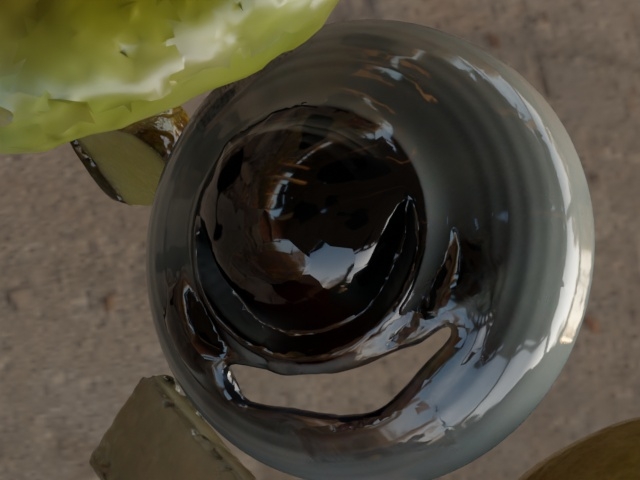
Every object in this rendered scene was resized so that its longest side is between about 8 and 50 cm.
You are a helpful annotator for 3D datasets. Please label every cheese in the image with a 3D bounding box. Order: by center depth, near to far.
[{"bbox_3d":[-0.037,0.204,1.005,0.034,0.400,0.085,35,95,-41],"label":"cheese"}]

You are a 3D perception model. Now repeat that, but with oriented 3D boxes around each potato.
[{"bbox_3d":[-0.116,-0.070,1.162,0.066,0.103,0.096,-52,131,-23],"label":"potato"}]

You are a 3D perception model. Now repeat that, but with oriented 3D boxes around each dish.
[{"bbox_3d":[0.000,0.000,0.924,0.134,0.273,0.273,15,72,-62],"label":"dish"}]

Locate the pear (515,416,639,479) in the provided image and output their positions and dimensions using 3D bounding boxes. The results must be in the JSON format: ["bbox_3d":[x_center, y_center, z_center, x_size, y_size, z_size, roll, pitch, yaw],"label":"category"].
[{"bbox_3d":[0.208,0.263,1.003,0.314,0.314,0.314,7,79,-40],"label":"pear"}]

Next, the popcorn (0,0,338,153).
[{"bbox_3d":[-0.054,-0.156,0.365,0.279,0.335,0.274,9,93,-41],"label":"popcorn"}]
